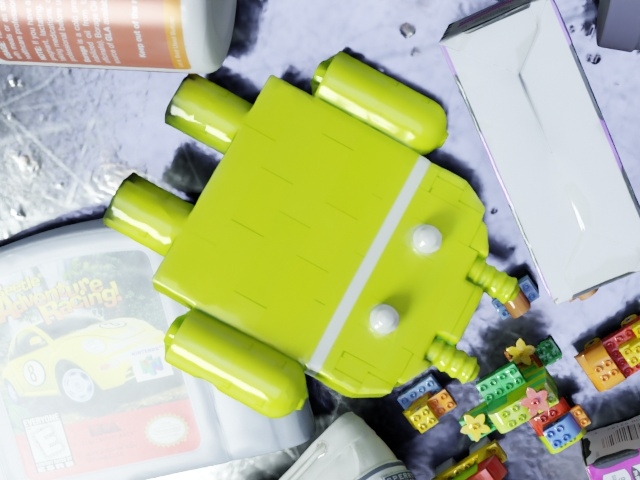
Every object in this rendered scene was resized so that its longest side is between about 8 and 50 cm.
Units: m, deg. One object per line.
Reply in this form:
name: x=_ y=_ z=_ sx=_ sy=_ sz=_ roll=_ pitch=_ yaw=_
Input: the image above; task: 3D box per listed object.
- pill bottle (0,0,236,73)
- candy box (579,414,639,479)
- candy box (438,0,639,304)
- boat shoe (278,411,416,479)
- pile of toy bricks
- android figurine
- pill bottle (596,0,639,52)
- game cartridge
pill bottle: x=-0.171 y=-0.176 z=0.865 sx=0.216 sy=0.121 sz=0.121 roll=4 pitch=103 yaw=6
candy box: x=0.320 y=0.181 z=0.907 sx=0.233 sy=0.071 sz=0.159 roll=-21 pitch=98 yaw=11
candy box: x=0.139 y=-0.069 z=0.810 sx=0.070 sy=0.196 sz=0.165 roll=-23 pitch=99 yaw=11
boat shoe: x=-0.041 y=0.232 z=0.959 sx=0.267 sy=0.096 sz=0.088 roll=-49 pitch=62 yaw=26
pile of toy bricks: x=0.140 y=0.103 z=0.895 sx=0.212 sy=0.105 sz=0.118 roll=-35 pitch=96 yaw=13
android figurine: x=0.000 y=0.000 z=0.881 sx=0.273 sy=0.056 sz=0.248 roll=30 pitch=78 yaw=2
pill bottle: x=0.309 y=-0.146 z=0.797 sx=0.264 sy=0.146 sz=0.146 roll=9 pitch=104 yaw=5
game cartridge: x=-0.168 y=0.085 z=0.961 sx=0.294 sy=0.060 sz=0.196 roll=-14 pitch=96 yaw=10
